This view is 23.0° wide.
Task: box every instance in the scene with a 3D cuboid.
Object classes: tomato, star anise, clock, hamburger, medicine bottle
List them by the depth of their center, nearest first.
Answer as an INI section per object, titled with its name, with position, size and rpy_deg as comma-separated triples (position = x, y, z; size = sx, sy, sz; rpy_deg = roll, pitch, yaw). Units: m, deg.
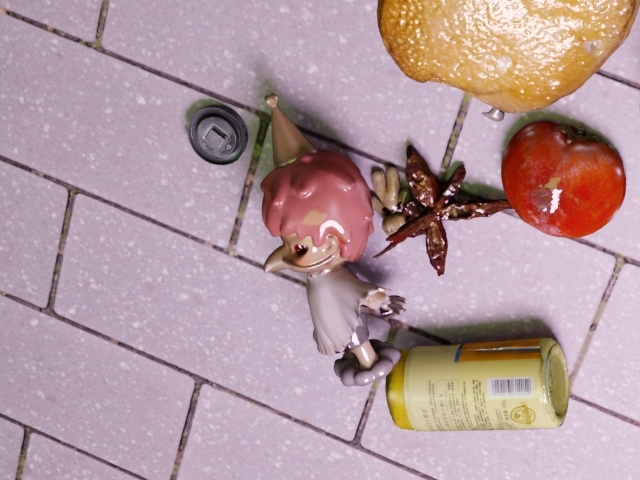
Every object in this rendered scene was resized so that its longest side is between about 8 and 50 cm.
[hamburger]
position = 0.214, -0.278, 1.785
size = 0.289, 0.170, 0.314
rpy_deg = 23, 135, -7
[tomato]
position = 0.293, -0.066, 1.927
size = 0.159, 0.091, 0.139
rpy_deg = 23, 122, 7
[star anise]
position = 0.139, -0.030, 1.976
size = 0.158, 0.144, 0.140
rpy_deg = 37, 106, 3
[medicine bottle]
position = 0.202, 0.192, 2.074
size = 0.238, 0.124, 0.124
rpy_deg = -3, 114, 23
[clock]
position = -0.137, -0.141, 2.102
size = 0.085, 0.017, 0.085
rpy_deg = 9, 118, 18

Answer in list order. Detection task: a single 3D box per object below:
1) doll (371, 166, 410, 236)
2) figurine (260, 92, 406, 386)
[doll]
position = 0.095, -0.047, 2.053
size = 0.061, 0.051, 0.093
rpy_deg = -13, 81, 30
[figurine]
position = 0.000, 0.000, 2.015
size = 0.166, 0.207, 0.387
rpy_deg = -23, 108, -6
